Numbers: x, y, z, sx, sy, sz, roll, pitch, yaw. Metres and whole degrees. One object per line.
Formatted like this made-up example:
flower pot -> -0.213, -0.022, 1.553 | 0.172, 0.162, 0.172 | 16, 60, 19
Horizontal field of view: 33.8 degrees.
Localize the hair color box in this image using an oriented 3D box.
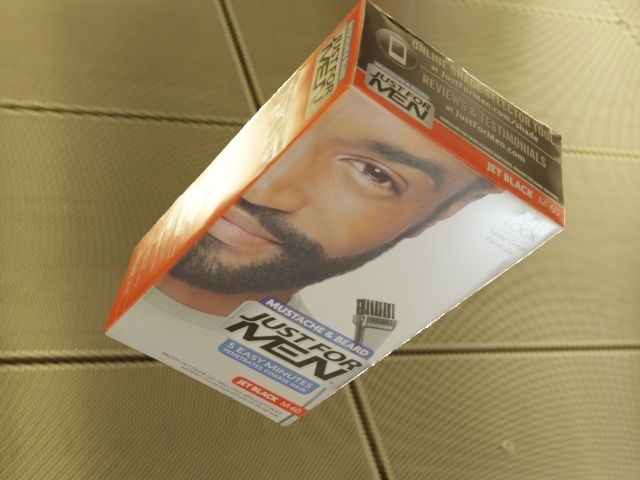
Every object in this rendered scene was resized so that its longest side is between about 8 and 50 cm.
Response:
hair color box -> 0.000, 0.000, 0.399 | 0.093, 0.167, 0.053 | 31, -138, -20
